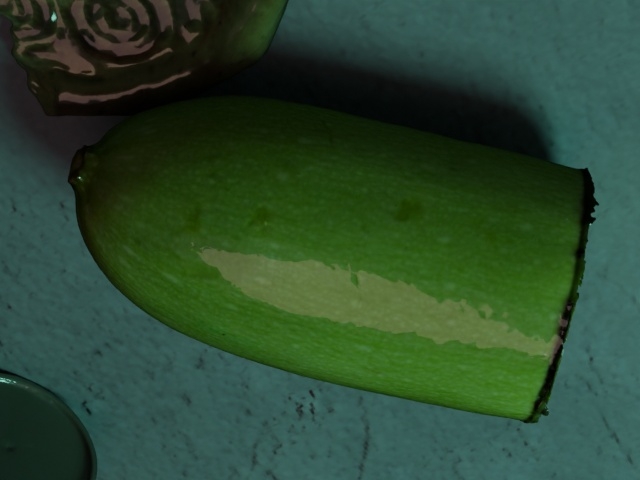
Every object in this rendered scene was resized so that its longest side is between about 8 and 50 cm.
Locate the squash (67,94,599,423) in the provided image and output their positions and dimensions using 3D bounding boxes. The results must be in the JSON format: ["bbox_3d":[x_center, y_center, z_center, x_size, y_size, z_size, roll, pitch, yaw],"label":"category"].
[{"bbox_3d":[0.000,0.000,0.731,0.247,0.132,0.132,14,127,-1],"label":"squash"}]

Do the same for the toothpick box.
[{"bbox_3d":[-0.216,0.175,0.890,0.111,0.111,0.180,26,124,-14],"label":"toothpick box"}]

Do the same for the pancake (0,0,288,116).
[{"bbox_3d":[-0.117,-0.153,0.685,0.235,0.029,0.212,27,123,-17],"label":"pancake"}]
